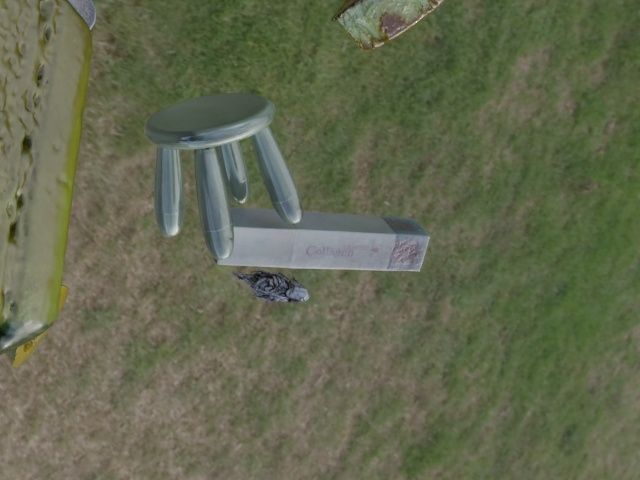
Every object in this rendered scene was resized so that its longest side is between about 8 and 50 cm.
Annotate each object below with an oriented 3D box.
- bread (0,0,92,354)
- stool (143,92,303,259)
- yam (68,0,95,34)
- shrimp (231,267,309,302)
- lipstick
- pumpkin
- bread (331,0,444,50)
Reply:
[{"bbox_3d":[-0.337,-0.075,0.682,0.251,0.209,0.376,27,67,-67],"label":"bread"},{"bbox_3d":[-0.156,-0.105,1.227,0.195,0.195,0.198,-26,122,-35],"label":"stool"},{"bbox_3d":[-0.309,-0.243,0.944,0.079,0.141,0.079,3,81,-24],"label":"yam"},{"bbox_3d":[-0.100,0.089,1.578,0.065,0.165,0.056,92,14,-70],"label":"shrimp"},{"bbox_3d":[0.000,0.000,1.355,0.372,0.079,0.076,2,118,-24],"label":"lipstick"},{"bbox_3d":[-0.675,0.172,1.838,0.110,0.217,0.217,36,86,-5],"label":"pumpkin"},{"bbox_3d":[0.087,-0.298,0.983,0.140,0.127,0.069,-31,113,27],"label":"bread"}]
